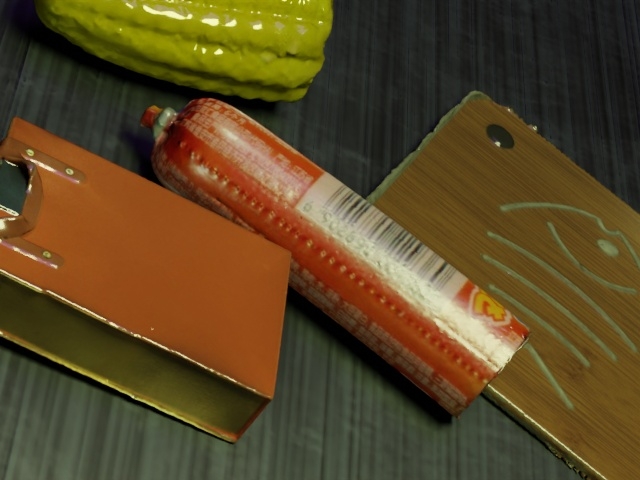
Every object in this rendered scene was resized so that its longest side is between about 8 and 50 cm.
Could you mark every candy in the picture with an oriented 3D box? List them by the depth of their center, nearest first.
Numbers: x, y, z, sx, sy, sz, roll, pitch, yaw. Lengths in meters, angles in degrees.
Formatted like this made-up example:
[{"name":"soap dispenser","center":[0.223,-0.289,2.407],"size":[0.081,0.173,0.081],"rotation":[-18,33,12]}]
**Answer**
[{"name":"candy","center":[-0.092,-0.146,1.201],"size":[0.199,0.094,0.106],"rotation":[4,12,-28]}]

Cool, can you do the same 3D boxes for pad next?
[{"name":"pad","center":[0.166,0.035,1.268],"size":[0.286,0.018,0.284],"rotation":[39,37,3]}]

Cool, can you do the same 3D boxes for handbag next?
[{"name":"handbag","center":[-0.113,0.020,1.035],"size":[0.190,0.063,0.127],"rotation":[27,38,-18]}]

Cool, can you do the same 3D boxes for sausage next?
[{"name":"sausage","center":[0.000,0.000,1.128],"size":[0.274,0.074,0.074],"rotation":[37,37,4]}]
